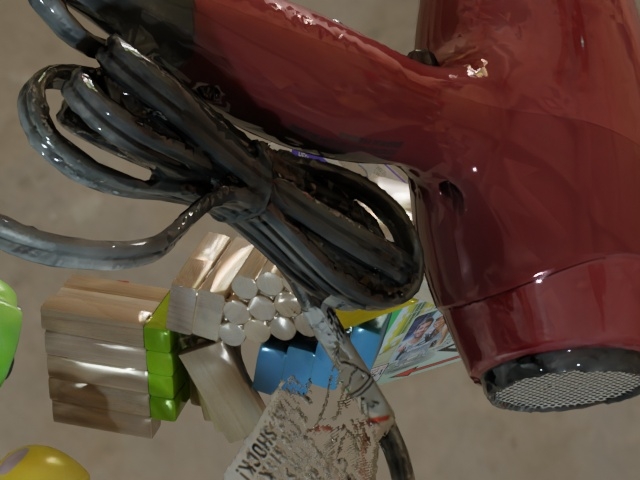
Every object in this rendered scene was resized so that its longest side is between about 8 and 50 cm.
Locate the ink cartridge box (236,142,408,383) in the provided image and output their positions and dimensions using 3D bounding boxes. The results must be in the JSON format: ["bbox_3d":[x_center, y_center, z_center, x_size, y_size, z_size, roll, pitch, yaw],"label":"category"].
[{"bbox_3d":[0.000,0.000,1.664,0.045,0.206,0.208,1,66,33],"label":"ink cartridge box"}]

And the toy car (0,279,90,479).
[{"bbox_3d":[-0.254,0.112,1.319,0.239,0.053,0.225,17,52,-24],"label":"toy car"}]

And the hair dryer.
[{"bbox_3d":[0.029,-0.035,0.484,0.080,0.223,0.293,-14,29,31],"label":"hair dryer"}]

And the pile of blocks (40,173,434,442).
[{"bbox_3d":[-0.041,0.053,1.366,0.362,0.149,0.112,-15,22,25],"label":"pile of blocks"}]

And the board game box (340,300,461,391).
[{"bbox_3d":[0.171,0.017,1.573,0.317,0.213,0.046,-13,56,-39],"label":"board game box"}]
